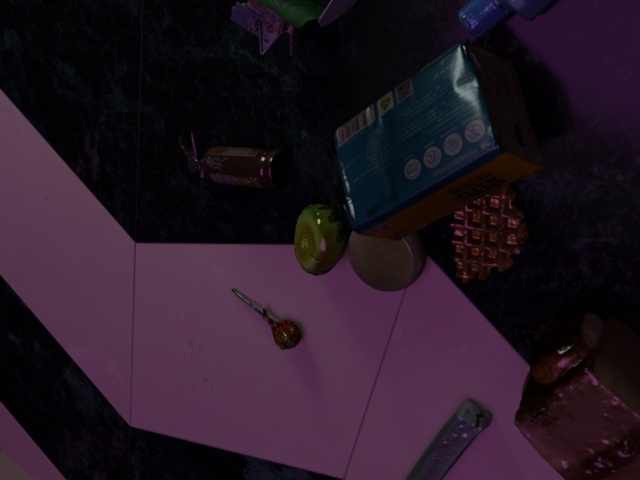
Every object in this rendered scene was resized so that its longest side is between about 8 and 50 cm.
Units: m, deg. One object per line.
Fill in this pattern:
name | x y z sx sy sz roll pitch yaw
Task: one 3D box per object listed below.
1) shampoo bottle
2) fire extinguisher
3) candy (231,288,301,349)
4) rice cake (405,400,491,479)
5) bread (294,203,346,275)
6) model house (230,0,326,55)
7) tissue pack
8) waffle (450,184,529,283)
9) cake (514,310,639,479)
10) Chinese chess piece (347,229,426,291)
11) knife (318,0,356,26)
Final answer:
shampoo bottle | 0.289 -0.360 0.823 0.258 0.061 0.104 -36 90 41
fire extinguisher | -0.172 -0.161 1.237 0.252 0.075 0.106 9 90 32
candy | -0.123 0.164 1.385 0.201 0.060 0.060 37 129 23
rice cake | 0.231 0.439 1.270 0.063 0.066 0.336 35 129 14
bread | 0.000 0.000 1.179 0.130 0.071 0.139 56 143 41
model house | -0.084 -0.360 1.042 0.167 0.117 0.088 34 132 11
tissue pack | 0.165 -0.135 0.943 0.271 0.134 0.192 -29 62 40
waffle | 0.247 -0.032 1.030 0.160 0.046 0.192 -33 92 40
cake | 0.415 0.249 0.963 0.293 0.196 0.199 42 131 7
Chinese chess piece | 0.117 0.020 1.137 0.144 0.058 0.144 15 119 28
knife | 0.074 -0.413 0.944 0.244 0.058 0.032 -53 55 38
